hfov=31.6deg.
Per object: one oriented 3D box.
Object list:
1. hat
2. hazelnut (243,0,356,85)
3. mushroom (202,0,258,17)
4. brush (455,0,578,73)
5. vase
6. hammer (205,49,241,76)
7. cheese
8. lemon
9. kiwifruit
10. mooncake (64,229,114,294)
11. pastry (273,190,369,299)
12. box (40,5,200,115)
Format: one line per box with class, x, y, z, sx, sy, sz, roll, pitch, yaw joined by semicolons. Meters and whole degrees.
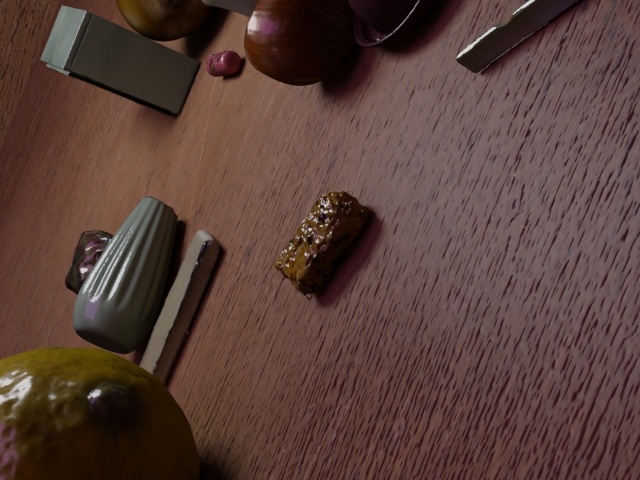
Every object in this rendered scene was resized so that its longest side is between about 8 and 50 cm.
hat;0.085;-0.335;1.402;0.205;0.089;0.205;-42;37;43
hazelnut;-0.024;-0.283;1.516;0.150;0.150;0.150;-40;38;43
mushroom;-0.036;-0.519;1.673;0.126;0.177;0.397;49;-120;-70
brush;0.207;-0.229;1.165;0.178;0.033;0.030;-33;38;49
vase;-0.301;0.051;1.800;0.128;0.128;0.248;-16;49;57
hammer;-0.161;-0.293;1.871;0.083;0.043;0.043;6;77;63
cheese;-0.242;0.175;1.700;0.400;0.034;0.085;-67;23;3
lemon;-0.324;0.297;1.413;0.387;0.349;0.350;124;152;-45
kiwifruit;-0.278;-0.459;2.039;0.196;0.196;0.234;-63;25;10
mooncake;-0.412;0.046;2.056;0.125;0.073;0.130;21;92;61
pastry;0.000;0.000;1.355;0.140;0.056;0.080;-56;41;18
box;-0.372;-0.327;2.078;0.225;0.225;0.117;29;97;63
